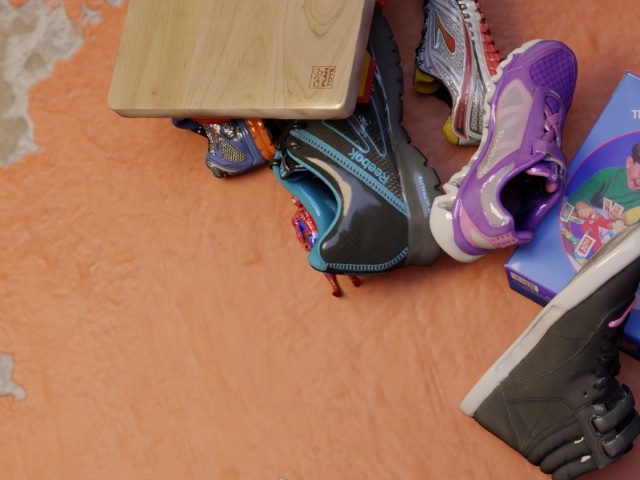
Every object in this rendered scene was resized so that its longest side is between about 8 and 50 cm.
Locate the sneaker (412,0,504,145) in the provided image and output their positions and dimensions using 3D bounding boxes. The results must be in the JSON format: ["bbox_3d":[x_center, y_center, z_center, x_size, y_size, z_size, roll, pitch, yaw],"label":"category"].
[{"bbox_3d":[0.127,-0.198,1.984,0.092,0.088,0.225,-22,70,3],"label":"sneaker"}]

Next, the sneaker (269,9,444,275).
[{"bbox_3d":[0.013,-0.125,1.941,0.139,0.125,0.341,-13,68,-18],"label":"sneaker"}]

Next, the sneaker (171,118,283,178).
[{"bbox_3d":[-0.125,-0.157,2.018,0.087,0.083,0.221,-35,66,6],"label":"sneaker"}]

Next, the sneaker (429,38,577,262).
[{"bbox_3d":[0.199,-0.085,1.875,0.104,0.095,0.236,2,62,56],"label":"sneaker"}]

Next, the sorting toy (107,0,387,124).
[{"bbox_3d":[-0.053,-0.228,1.912,0.255,0.089,0.257,2,71,26],"label":"sorting toy"}]

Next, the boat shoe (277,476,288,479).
[{"bbox_3d":[-0.027,0.310,1.860,0.059,0.063,0.170,5,82,8],"label":"boat shoe"}]

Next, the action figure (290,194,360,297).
[{"bbox_3d":[0.000,0.000,1.973,0.038,0.030,0.115,-32,68,3],"label":"action figure"}]

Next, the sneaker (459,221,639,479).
[{"bbox_3d":[0.257,0.110,1.796,0.147,0.296,0.104,43,42,9],"label":"sneaker"}]

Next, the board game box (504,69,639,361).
[{"bbox_3d":[0.384,0.023,1.875,0.347,0.078,0.233,30,79,17],"label":"board game box"}]
